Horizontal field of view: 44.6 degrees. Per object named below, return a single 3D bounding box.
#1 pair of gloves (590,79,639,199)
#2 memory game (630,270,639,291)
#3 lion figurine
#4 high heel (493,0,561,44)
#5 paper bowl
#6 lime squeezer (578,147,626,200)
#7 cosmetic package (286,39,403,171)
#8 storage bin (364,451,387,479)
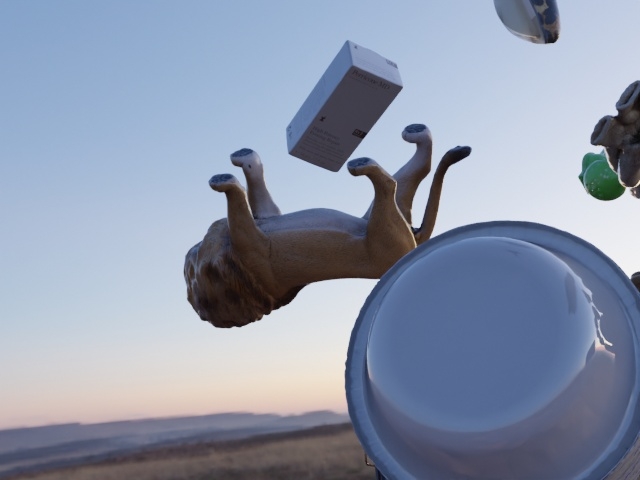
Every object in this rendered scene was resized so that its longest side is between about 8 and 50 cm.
[{"bbox_3d":[0.300,-0.143,0.588,0.240,0.042,0.204,-53,-24,14],"label":"pair of gloves"},{"bbox_3d":[0.380,0.058,0.715,0.186,0.012,0.186,18,-25,9],"label":"memory game"},{"bbox_3d":[0.000,0.000,0.983,0.392,0.240,0.142,-4,30,13],"label":"lion figurine"},{"bbox_3d":[0.273,-0.303,0.834,0.186,0.261,0.093,-9,-40,1],"label":"high heel"},{"bbox_3d":[0.155,0.111,0.709,0.284,0.284,0.148,-11,-32,23],"label":"paper bowl"},{"bbox_3d":[0.393,-0.105,1.042,0.110,0.059,0.310,-49,3,13],"label":"lime squeezer"},{"bbox_3d":[0.041,-0.246,1.466,0.117,0.085,0.231,18,-48,-26],"label":"cosmetic package"},{"bbox_3d":[0.109,0.292,1.081,0.098,0.135,0.091,-4,-17,4],"label":"storage bin"}]
